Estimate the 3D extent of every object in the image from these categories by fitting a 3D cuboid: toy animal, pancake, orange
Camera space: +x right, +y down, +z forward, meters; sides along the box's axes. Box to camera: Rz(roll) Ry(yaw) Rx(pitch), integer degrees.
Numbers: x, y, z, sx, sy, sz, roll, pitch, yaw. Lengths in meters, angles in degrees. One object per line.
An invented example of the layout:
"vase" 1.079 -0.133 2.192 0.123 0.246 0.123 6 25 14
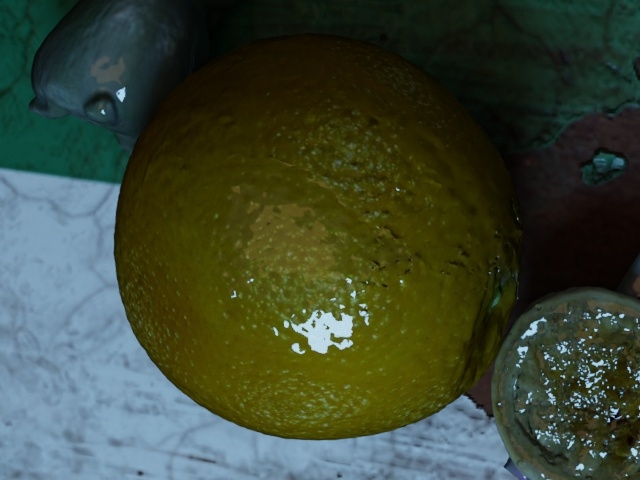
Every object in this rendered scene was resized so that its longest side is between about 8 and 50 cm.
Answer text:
"toy animal" -0.111 -0.187 1.150 0.127 0.125 0.251 18 81 43
"pancake" 0.183 0.101 1.034 0.151 0.025 0.152 0 91 21
"orange" 0.000 0.000 1.038 0.274 0.274 0.274 1 92 19

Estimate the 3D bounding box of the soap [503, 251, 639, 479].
"soap" 0.228 0.103 1.066 0.122 0.065 0.203 35 102 15
